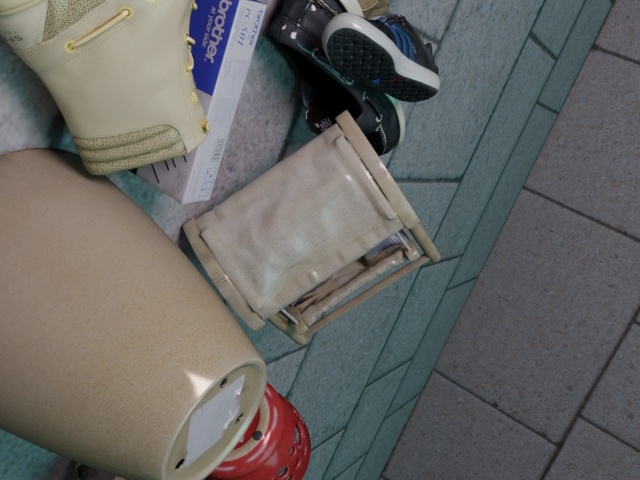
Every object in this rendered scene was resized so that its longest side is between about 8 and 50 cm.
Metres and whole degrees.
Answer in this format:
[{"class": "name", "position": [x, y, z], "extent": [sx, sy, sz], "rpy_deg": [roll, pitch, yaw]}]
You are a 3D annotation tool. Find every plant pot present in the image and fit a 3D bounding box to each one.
[{"class": "plant pot", "position": [-0.192, 0.090, 0.614], "extent": [0.256, 0.274, 0.257], "rpy_deg": [-44, 152, -32]}, {"class": "plant pot", "position": [-0.127, 0.325, 1.137], "extent": [0.191, 0.191, 0.174], "rpy_deg": [-51, 146, -20]}]

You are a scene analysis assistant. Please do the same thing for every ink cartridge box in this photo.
[{"class": "ink cartridge box", "position": [-0.131, -0.150, 0.684], "extent": [0.046, 0.097, 0.207], "rpy_deg": [-17, 132, -58]}]

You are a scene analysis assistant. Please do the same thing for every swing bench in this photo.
[{"class": "swing bench", "position": [0.000, 0.000, 0.927], "extent": [0.253, 0.165, 0.254], "rpy_deg": [-34, 159, 8]}]

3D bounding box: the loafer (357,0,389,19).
[{"class": "loafer", "position": [0.051, -0.322, 0.916], "extent": [0.148, 0.056, 0.050], "rpy_deg": [-47, 154, -52]}]

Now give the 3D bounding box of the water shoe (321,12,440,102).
[{"class": "water shoe", "position": [0.069, -0.227, 0.804], "extent": [0.203, 0.072, 0.080], "rpy_deg": [18, 64, -52]}]

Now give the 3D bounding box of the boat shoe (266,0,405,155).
[{"class": "boat shoe", "position": [0.021, -0.194, 0.906], "extent": [0.113, 0.127, 0.340], "rpy_deg": [-54, 154, -12]}]

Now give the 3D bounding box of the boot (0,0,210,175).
[{"class": "boot", "position": [-0.121, -0.185, 0.579], "extent": [0.261, 0.095, 0.204], "rpy_deg": [-34, 139, -15]}]

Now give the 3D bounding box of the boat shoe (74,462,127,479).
[{"class": "boat shoe", "position": [-0.256, 0.308, 0.921], "extent": [0.355, 0.130, 0.132], "rpy_deg": [-53, 160, -31]}]
